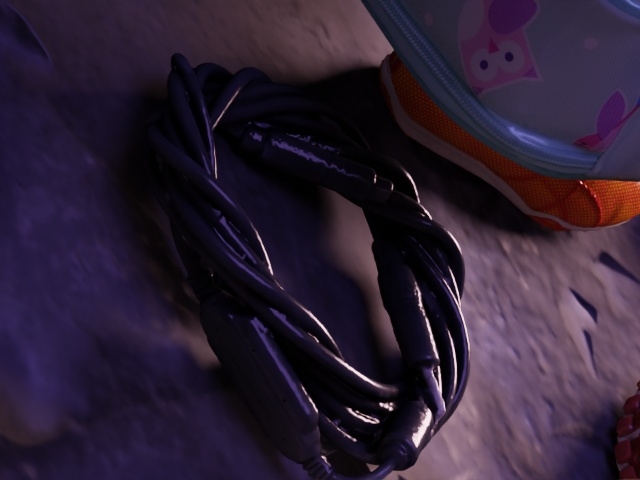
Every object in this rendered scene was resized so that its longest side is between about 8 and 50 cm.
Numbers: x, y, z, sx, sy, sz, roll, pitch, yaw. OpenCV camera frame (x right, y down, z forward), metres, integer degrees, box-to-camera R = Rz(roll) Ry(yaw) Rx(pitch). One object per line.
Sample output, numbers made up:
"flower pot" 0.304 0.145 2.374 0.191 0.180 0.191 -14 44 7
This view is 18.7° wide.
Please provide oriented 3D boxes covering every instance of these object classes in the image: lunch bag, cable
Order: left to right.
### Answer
"cable" 0.000 0.000 0.769 0.184 0.047 0.150 58 38 -2
"lunch bag" 0.125 -0.131 0.849 0.279 0.108 0.224 -2 47 -47

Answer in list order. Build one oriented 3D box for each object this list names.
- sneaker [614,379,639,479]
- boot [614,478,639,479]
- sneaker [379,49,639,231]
"sneaker" 0.187 0.142 0.874 0.093 0.088 0.225 51 34 -45
"boot" 0.137 0.235 0.742 0.112 0.115 0.305 -26 105 -60
"sneaker" 0.106 -0.052 0.904 0.175 0.067 0.064 23 49 -40
